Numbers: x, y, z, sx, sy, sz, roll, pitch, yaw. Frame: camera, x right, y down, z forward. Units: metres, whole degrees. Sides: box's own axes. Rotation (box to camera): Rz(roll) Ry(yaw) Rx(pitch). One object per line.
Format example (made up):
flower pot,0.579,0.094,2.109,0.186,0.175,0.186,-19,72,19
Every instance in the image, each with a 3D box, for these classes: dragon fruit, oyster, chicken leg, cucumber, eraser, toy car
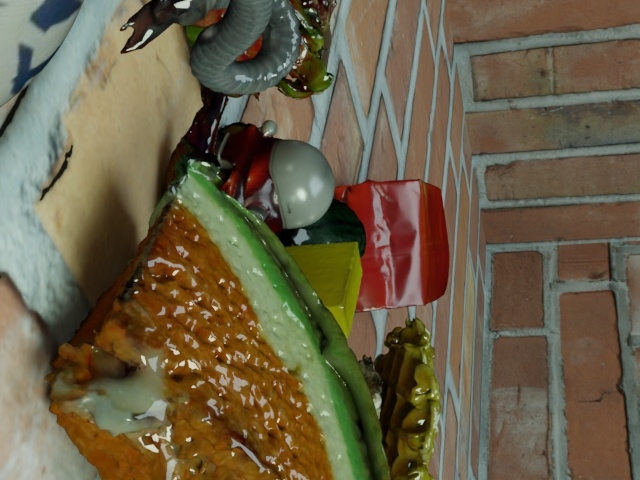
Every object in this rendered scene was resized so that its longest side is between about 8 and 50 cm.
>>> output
dragon fruit,-0.065,-0.198,0.878,0.142,0.175,0.138,124,-16,-63
oyster,0.038,0.212,1.171,0.191,0.081,0.163,124,-21,-57
chicken leg,-0.093,-0.029,0.791,0.093,0.053,0.205,-25,116,-41
cucumber,0.000,0.000,1.135,0.244,0.063,0.115,-14,99,-73
eraser,-0.027,0.048,0.906,0.097,0.122,0.045,-75,157,-48
toy car,-0.043,-0.048,0.887,0.139,0.112,0.112,-69,152,-57

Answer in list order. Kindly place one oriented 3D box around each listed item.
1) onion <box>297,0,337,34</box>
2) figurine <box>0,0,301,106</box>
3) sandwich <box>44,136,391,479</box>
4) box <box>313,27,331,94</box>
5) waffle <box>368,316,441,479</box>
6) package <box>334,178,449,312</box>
onion,-0.031,-0.263,1.030,0.107,0.097,0.107,-46,161,-21
figurine,-0.138,-0.154,0.383,0.382,0.186,0.261,-41,139,-55
sandwich,-0.073,0.100,0.643,0.292,0.109,0.212,50,39,-7
box,-0.005,-0.245,1.229,0.048,0.025,0.115,74,19,-53
waffle,0.093,0.269,1.226,0.302,0.068,0.325,-89,-166,-46
package,0.121,0.008,1.455,0.423,0.123,0.196,5,80,-76
